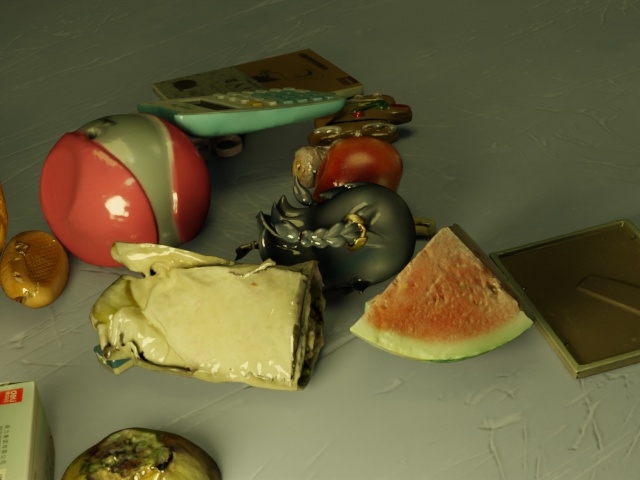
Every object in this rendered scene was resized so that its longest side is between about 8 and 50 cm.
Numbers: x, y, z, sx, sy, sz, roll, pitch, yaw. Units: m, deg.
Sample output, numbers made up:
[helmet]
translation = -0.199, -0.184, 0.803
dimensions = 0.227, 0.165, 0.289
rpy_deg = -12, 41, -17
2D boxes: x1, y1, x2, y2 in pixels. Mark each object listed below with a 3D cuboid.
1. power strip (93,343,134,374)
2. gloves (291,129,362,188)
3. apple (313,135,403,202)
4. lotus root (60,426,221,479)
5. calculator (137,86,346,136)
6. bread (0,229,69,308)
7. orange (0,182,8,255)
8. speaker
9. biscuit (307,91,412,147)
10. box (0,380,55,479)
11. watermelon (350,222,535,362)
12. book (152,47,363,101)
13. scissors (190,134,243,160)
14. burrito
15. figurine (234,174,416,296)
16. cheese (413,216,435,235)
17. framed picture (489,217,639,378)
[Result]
[power strip]
translation = -0.275, 0.152, 1.634
dimensions = 0.123, 0.032, 0.056
rpy_deg = -32, 37, -32
[gloves]
translation = 0.021, -0.130, 1.945
dimensions = 0.144, 0.110, 0.094
rpy_deg = -22, 36, -19
[apple]
translation = 0.061, -0.096, 1.826
dimensions = 0.139, 0.163, 0.163
rpy_deg = 14, 34, 2
[lotus root]
translation = -0.230, 0.289, 1.356
dimensions = 0.203, 0.078, 0.183
rpy_deg = 7, 35, 23
[calculator]
translation = -0.135, -0.253, 2.095
dimensions = 0.386, 0.055, 0.256
rpy_deg = -14, 19, -29
[bread]
translation = -0.472, 0.052, 1.797
dimensions = 0.077, 0.114, 0.189
rpy_deg = -43, 23, 22
[orange]
translation = -0.664, -0.035, 1.753
dimensions = 0.293, 0.341, 0.341
rpy_deg = -11, 29, 21
[speaker]
translation = -0.332, -0.090, 1.915
dimensions = 0.294, 0.294, 0.294
rpy_deg = -7, 31, 4
[biscuit]
translation = 0.078, -0.239, 2.122
dimensions = 0.196, 0.049, 0.301
rpy_deg = 0, 21, 14
[box]
translation = -0.374, 0.301, 1.322
dimensions = 0.079, 0.135, 0.269
rpy_deg = -9, 31, -6
[watermelon]
translation = 0.160, 0.080, 1.513
dimensions = 0.260, 0.176, 0.256
rpy_deg = -42, 32, -11
[book]
translation = -0.137, -0.326, 2.352
dimensions = 0.388, 0.032, 0.269
rpy_deg = -17, 34, -23
[scissors]
translation = -0.225, -0.226, 2.247
dimensions = 0.118, 0.031, 0.242
rpy_deg = -10, 31, -3
[burrito]
translation = -0.157, 0.106, 1.567
dimensions = 0.331, 0.190, 0.135
rpy_deg = 6, -9, 17
[figurine]
translation = 0.015, 0.005, 1.674
dimensions = 0.265, 0.175, 0.197
rpy_deg = -26, 26, -13
[cheese]
translation = 0.150, -0.024, 1.813
dimensions = 0.083, 0.030, 0.044
rpy_deg = 0, 14, 25
[framed picture]
translation = 0.410, 0.074, 1.586
dimensions = 0.240, 0.020, 0.324
rpy_deg = -14, 32, -8
